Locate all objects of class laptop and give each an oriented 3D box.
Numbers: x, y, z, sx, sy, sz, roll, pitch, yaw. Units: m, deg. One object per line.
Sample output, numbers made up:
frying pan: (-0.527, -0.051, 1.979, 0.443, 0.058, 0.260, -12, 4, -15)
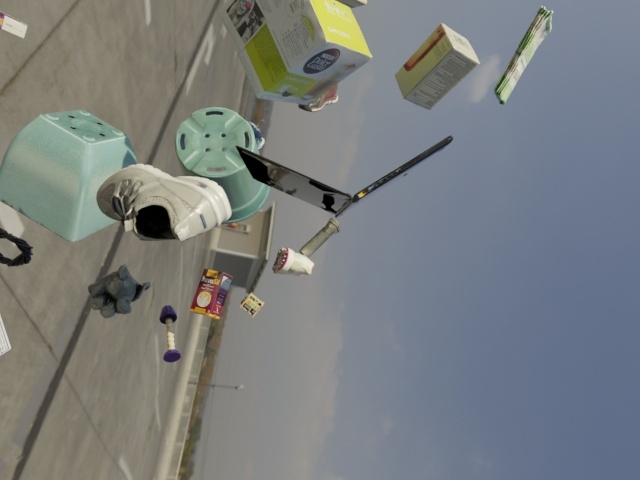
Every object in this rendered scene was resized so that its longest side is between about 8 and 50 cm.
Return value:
laptop: (0.045, -0.199, 1.030, 0.236, 0.408, 0.382, 58, -4, -1)

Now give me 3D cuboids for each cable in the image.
cable: (-1.116, 0.031, 1.450, 0.184, 0.151, 0.047, -55, -156, 38)

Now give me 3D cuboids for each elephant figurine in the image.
elephant figurine: (-0.711, 0.172, 1.461, 0.239, 0.186, 0.169, -77, 151, -83)

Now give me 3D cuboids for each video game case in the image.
video game case: (-0.859, -0.561, 0.942, 0.210, 0.232, 0.041, 4, 110, -64)

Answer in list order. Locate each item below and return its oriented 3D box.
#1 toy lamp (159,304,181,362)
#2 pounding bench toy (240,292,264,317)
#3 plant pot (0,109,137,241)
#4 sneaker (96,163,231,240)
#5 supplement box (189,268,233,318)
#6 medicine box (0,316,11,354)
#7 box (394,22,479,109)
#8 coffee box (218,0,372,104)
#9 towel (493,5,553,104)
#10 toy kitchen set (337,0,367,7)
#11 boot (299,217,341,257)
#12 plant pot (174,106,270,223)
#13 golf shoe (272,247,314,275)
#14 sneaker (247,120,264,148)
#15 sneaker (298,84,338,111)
toy lamp: (-0.662, 0.398, 1.767, 0.274, 0.080, 0.080, 61, -40, 46)
pounding bench toy: (-0.234, 0.214, 1.381, 0.052, 0.065, 0.083, -51, -178, 4)
plant pot: (-0.641, -0.194, 1.064, 0.252, 0.247, 0.248, -59, 180, 26)
sneaker: (-0.285, -0.056, 0.650, 0.115, 0.281, 0.105, -48, 133, -45)
supplement box: (-0.457, 0.223, 1.691, 0.081, 0.104, 0.188, 50, 52, -64)
medicine box: (-1.090, 0.270, 1.132, 0.289, 0.149, 0.263, -48, 149, -58)
box: (0.398, -0.593, 1.398, 0.232, 0.149, 0.126, -40, -126, 43)
coffee box: (-0.078, -0.729, 1.433, 0.334, 0.338, 0.338, -24, -91, 34)
towel: (0.373, -0.330, 0.740, 0.113, 0.023, 0.152, -11, 131, -59)
toy kitchen set: (0.002, -0.539, 0.764, 0.207, 0.122, 0.166, 30, -73, 50)
boot: (-0.002, -0.001, 1.791, 0.208, 0.076, 0.189, -52, 168, -5)
plant pot: (-0.352, -0.270, 1.429, 0.334, 0.341, 0.341, 110, -11, -74)
golf shoe: (-0.113, 0.098, 1.605, 0.306, 0.140, 0.115, -179, -72, -78)
sneaker: (-0.301, -0.444, 1.783, 0.083, 0.071, 0.190, -52, -144, 29)
sneaker: (-0.006, -0.700, 1.849, 0.281, 0.106, 0.162, -45, 153, -46)
